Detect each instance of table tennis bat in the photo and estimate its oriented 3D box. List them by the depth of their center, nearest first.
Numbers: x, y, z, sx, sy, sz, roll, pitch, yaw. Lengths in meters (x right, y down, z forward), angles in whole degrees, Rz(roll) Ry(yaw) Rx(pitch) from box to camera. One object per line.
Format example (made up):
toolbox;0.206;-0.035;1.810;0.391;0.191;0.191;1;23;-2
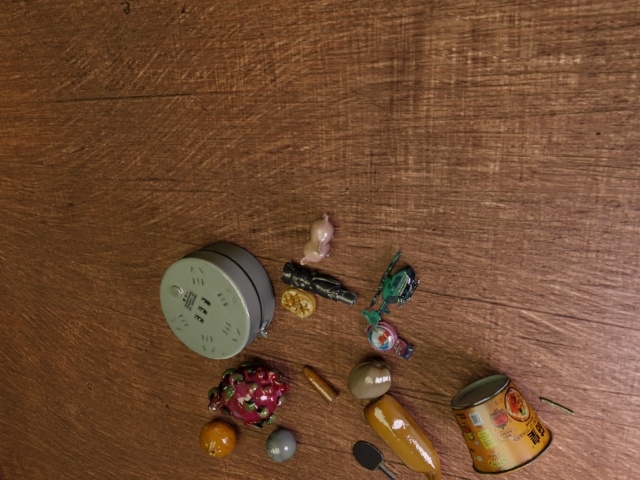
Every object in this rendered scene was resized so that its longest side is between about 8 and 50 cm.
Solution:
table tennis bat;0.169;0.693;1.581;0.158;0.014;0.095;37;119;13

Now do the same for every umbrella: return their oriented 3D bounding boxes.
umbrella;-0.005;0.131;1.445;0.235;0.059;0.066;21;139;17

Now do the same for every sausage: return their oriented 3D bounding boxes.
sausage;0.254;0.582;1.447;0.112;0.112;0.328;-41;88;31

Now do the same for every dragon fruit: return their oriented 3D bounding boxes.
dragon fruit;-0.236;0.485;1.619;0.272;0.218;0.199;9;67;29

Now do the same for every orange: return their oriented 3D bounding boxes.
orange;-0.368;0.707;1.795;0.135;0.117;0.136;5;103;23

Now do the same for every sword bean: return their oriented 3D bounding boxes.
sword bean;0.597;0.418;1.272;0.083;0.012;0.012;23;116;20

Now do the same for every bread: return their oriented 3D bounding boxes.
bread;-0.064;0.179;1.499;0.110;0.044;0.083;30;115;13

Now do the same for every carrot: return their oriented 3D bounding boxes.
carrot;-0.007;0.444;1.561;0.139;0.048;0.048;43;121;8

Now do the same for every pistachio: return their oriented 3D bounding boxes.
pistachio;0.140;0.396;1.439;0.113;0.113;0.149;40;129;9

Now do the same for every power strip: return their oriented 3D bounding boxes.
power strip;-0.310;0.191;1.555;0.357;0.161;0.358;9;111;23

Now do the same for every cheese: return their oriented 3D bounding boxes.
cheese;0.189;0.281;1.410;0.145;0.038;0.095;29;118;16

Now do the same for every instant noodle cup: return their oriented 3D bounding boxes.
instant noodle cup;0.438;0.450;1.259;0.215;0.215;0.173;-32;83;31

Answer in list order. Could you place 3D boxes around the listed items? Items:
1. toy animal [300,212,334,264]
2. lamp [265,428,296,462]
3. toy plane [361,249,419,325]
toy animal;-0.006;-0.003;1.386;0.089;0.083;0.150;32;108;28
lamp;-0.132;0.681;1.675;0.105;0.105;0.105;9;111;24
toy plane;0.189;0.142;1.351;0.096;0.060;0.235;35;117;20
